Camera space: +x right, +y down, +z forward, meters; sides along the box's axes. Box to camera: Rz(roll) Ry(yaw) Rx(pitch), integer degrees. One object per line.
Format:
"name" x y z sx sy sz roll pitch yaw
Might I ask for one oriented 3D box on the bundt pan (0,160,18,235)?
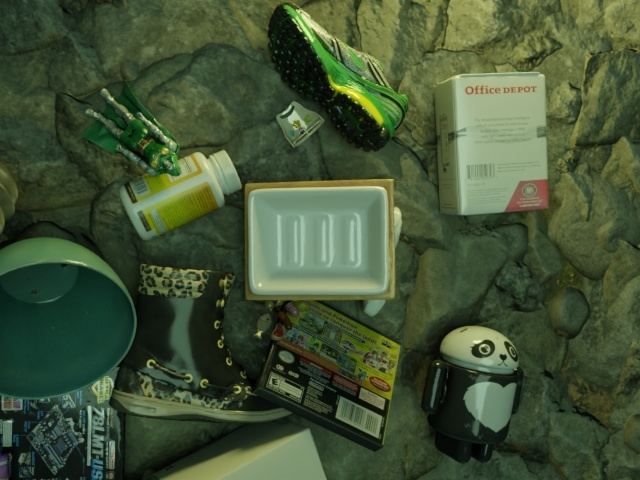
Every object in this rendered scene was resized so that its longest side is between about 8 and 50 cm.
"bundt pan" -0.630 -0.012 1.150 0.124 0.331 0.331 40 85 -29

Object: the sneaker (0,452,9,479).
"sneaker" -0.561 0.471 1.210 0.282 0.102 0.161 25 84 -2

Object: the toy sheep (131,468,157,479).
"toy sheep" -0.338 0.519 1.355 0.091 0.091 0.132 2 89 -13

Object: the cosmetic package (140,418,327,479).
"cosmetic package" -0.187 0.483 1.281 0.366 0.197 0.155 -23 97 -30

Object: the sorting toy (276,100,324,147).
"sorting toy" -0.049 -0.241 1.394 0.083 0.045 0.075 -41 93 -6

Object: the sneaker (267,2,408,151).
"sneaker" 0.032 -0.339 1.377 0.343 0.134 0.146 47 58 -7

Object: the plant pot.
"plant pot" -0.491 0.107 1.218 0.290 0.195 0.290 -13 126 -19

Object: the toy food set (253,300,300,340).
"toy food set" -0.080 0.146 1.342 0.078 0.019 0.122 17 48 -3

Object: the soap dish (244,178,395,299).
"soap dish" 0.000 0.000 1.338 0.291 0.118 0.228 -1 90 8

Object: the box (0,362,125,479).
"box" -0.525 0.377 1.311 0.293 0.073 0.295 1 93 -13

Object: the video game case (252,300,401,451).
"video game case" 0.024 0.251 1.367 0.275 0.035 0.248 29 47 -12

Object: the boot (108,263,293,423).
"boot" -0.202 0.201 1.336 0.377 0.138 0.284 8 85 -21

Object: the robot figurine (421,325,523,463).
"robot figurine" 0.321 0.319 1.439 0.174 0.209 0.278 10 92 23

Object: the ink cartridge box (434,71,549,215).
"ink cartridge box" 0.359 -0.200 1.445 0.207 0.117 0.283 -4 95 -12

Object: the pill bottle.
"pill bottle" -0.265 -0.093 1.315 0.215 0.117 0.117 -25 99 -10

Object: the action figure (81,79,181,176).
"action figure" -0.337 -0.190 1.270 0.232 0.063 0.137 39 96 19

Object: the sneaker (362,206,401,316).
"sneaker" 0.097 0.040 1.428 0.115 0.090 0.232 8 84 -5
